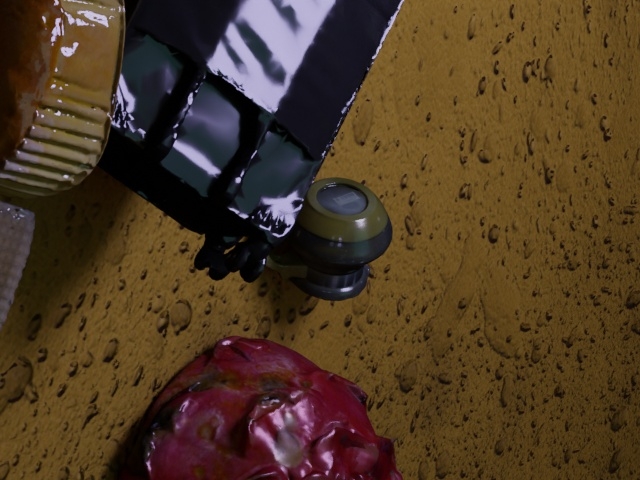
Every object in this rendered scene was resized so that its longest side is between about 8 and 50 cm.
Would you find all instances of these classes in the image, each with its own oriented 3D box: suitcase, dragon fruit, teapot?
[{"bbox_3d":[-0.087,-0.202,1.947,0.283,0.194,0.434,35,73,-28],"label":"suitcase"},{"bbox_3d":[-0.046,0.310,2.254,0.371,0.249,0.386,-16,115,-47],"label":"dragon fruit"},{"bbox_3d":[0.000,0.000,2.299,0.165,0.130,0.119,-7,130,-21],"label":"teapot"}]

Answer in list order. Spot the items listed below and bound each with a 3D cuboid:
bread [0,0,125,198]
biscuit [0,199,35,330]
[{"bbox_3d":[-0.276,-0.166,1.745,0.133,0.179,0.250,10,90,-59],"label":"bread"},{"bbox_3d":[-0.408,-0.007,1.707,0.426,0.078,0.144,20,88,-57],"label":"biscuit"}]
